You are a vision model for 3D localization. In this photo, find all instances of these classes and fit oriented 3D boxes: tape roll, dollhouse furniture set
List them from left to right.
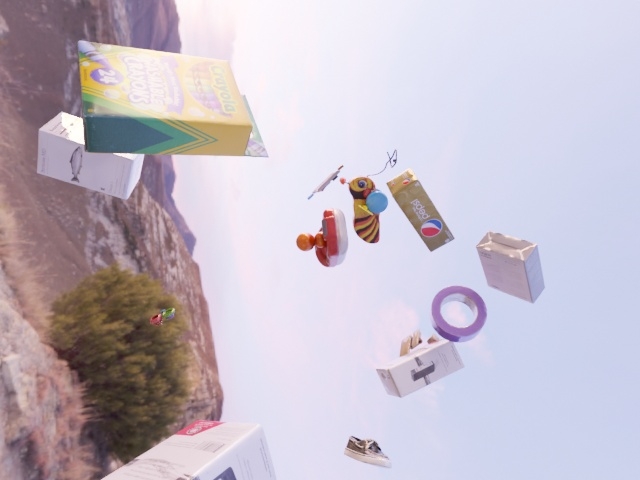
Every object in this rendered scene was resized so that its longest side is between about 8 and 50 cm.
[{"bbox_3d":[0.440,0.470,1.795,0.144,0.151,0.123,-47,-174,31],"label":"dollhouse furniture set"},{"bbox_3d":[0.487,0.260,1.519,0.080,0.189,0.189,72,0,-59],"label":"tape roll"}]

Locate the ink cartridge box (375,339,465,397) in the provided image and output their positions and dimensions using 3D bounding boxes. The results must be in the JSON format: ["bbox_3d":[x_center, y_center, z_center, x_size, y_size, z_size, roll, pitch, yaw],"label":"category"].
[{"bbox_3d":[0.368,0.481,1.611,0.197,0.273,0.114,110,-42,-73],"label":"ink cartridge box"}]

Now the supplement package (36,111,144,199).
[{"bbox_3d":[-0.483,-0.180,0.912,0.105,0.179,0.105,-95,-154,-53],"label":"supplement package"}]

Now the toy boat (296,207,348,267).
[{"bbox_3d":[0.000,0.000,1.308,0.231,0.151,0.151,94,-10,-71],"label":"toy boat"}]

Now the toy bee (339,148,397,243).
[{"bbox_3d":[0.135,-0.146,1.381,0.195,0.162,0.298,125,-26,-82],"label":"toy bee"}]

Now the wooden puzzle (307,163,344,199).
[{"bbox_3d":[0.014,-0.130,0.957,0.014,0.116,0.078,47,0,-8],"label":"wooden puzzle"}]

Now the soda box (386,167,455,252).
[{"bbox_3d":[0.210,-0.061,0.894,0.061,0.181,0.058,-32,-147,15],"label":"soda box"}]

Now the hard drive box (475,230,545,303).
[{"bbox_3d":[0.671,0.094,1.508,0.181,0.089,0.232,24,-27,47],"label":"hard drive box"}]

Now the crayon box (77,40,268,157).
[{"bbox_3d":[-0.262,-0.256,0.793,0.083,0.323,0.203,-59,-136,46],"label":"crayon box"}]

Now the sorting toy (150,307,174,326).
[{"bbox_3d":[-0.593,0.294,1.622,0.061,0.102,0.042,-114,-178,-66],"label":"sorting toy"}]

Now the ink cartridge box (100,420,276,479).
[{"bbox_3d":[-0.134,0.234,0.398,0.109,0.150,0.063,-14,-89,37],"label":"ink cartridge box"}]

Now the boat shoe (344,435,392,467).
[{"bbox_3d":[0.142,0.642,1.307,0.219,0.077,0.070,-24,-136,58],"label":"boat shoe"}]
